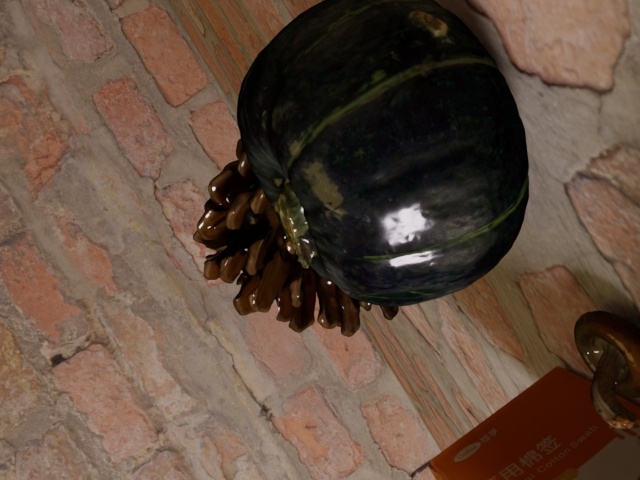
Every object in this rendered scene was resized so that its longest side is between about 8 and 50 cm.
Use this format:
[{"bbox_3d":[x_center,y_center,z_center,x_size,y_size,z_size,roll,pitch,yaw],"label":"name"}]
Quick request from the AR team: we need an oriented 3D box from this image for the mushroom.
[{"bbox_3d":[0.292,0.128,0.587,0.129,0.072,0.088,-81,-10,-49],"label":"mushroom"}]

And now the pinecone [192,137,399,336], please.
[{"bbox_3d":[0.000,0.000,1.013,0.384,0.384,0.384,56,170,15],"label":"pinecone"}]

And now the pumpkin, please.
[{"bbox_3d":[0.061,-0.085,0.616,0.323,0.241,0.323,57,165,24],"label":"pumpkin"}]

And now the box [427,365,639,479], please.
[{"bbox_3d":[0.298,0.294,0.650,0.143,0.225,0.341,60,170,-14],"label":"box"}]
